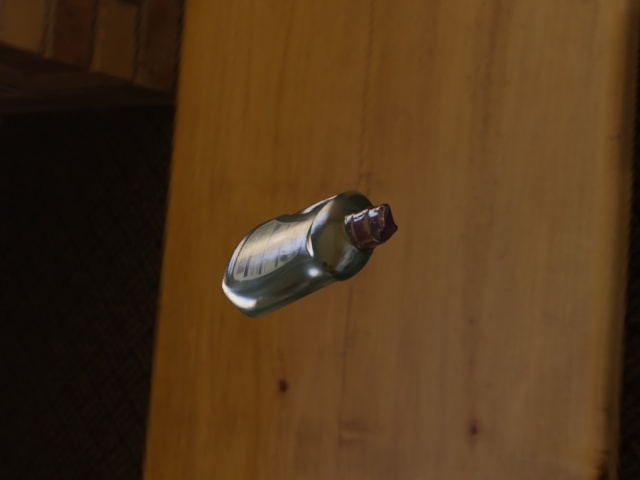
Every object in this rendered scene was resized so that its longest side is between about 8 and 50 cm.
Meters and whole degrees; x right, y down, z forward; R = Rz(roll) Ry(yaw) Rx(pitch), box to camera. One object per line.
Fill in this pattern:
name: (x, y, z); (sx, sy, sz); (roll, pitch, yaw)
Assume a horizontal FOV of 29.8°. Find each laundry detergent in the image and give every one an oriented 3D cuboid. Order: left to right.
laundry detergent: (0.000, 0.000, 1.245); (0.221, 0.078, 0.144); (-26, 25, 42)
